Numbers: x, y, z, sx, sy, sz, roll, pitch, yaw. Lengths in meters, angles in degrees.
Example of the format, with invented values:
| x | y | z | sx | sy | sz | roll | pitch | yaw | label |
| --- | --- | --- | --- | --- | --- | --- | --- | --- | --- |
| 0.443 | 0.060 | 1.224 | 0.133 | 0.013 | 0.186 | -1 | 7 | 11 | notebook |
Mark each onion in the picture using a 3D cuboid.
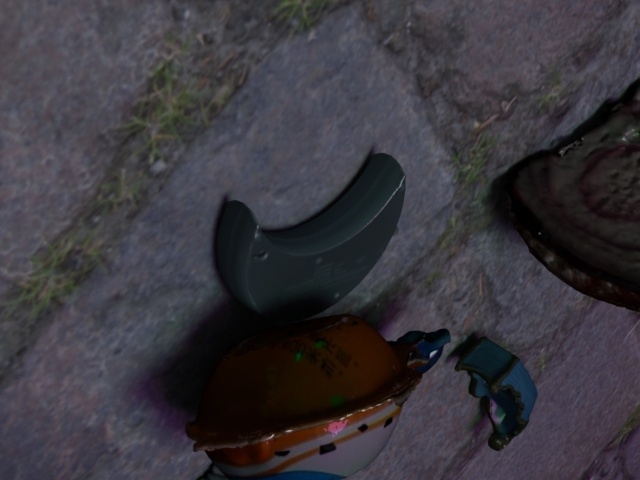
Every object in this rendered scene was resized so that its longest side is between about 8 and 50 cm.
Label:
| x | y | z | sx | sy | sz | roll | pitch | yaw | label |
| --- | --- | --- | --- | --- | --- | --- | --- | --- | --- |
| 0.348 | -0.004 | 1.367 | 0.314 | 0.280 | 0.146 | -28 | 152 | -33 | onion |

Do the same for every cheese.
| x | y | z | sx | sy | sz | roll | pitch | yaw | label |
| --- | --- | --- | --- | --- | --- | --- | --- | --- | --- |
| 0.009 | 0.130 | 1.154 | 0.329 | 0.217 | 0.129 | -19 | 96 | -60 | cheese |

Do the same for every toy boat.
| x | y | z | sx | sy | sz | roll | pitch | yaw | label |
| --- | --- | --- | --- | --- | --- | --- | --- | --- | --- |
| 0.201 | 0.181 | 1.493 | 0.077 | 0.075 | 0.185 | -51 | 149 | -10 | toy boat |

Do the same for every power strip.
| x | y | z | sx | sy | sz | roll | pitch | yaw | label |
| --- | --- | --- | --- | --- | --- | --- | --- | --- | --- |
| 0.000 | 0.000 | 1.131 | 0.216 | 0.044 | 0.137 | -18 | 132 | -40 | power strip |

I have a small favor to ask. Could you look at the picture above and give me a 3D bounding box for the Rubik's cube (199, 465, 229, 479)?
| x | y | z | sx | sy | sz | roll | pitch | yaw | label |
| --- | --- | --- | --- | --- | --- | --- | --- | --- | --- |
| -0.069 | 0.334 | 1.241 | 0.229 | 0.228 | 0.233 | 48 | 33 | -18 | Rubik's cube |
